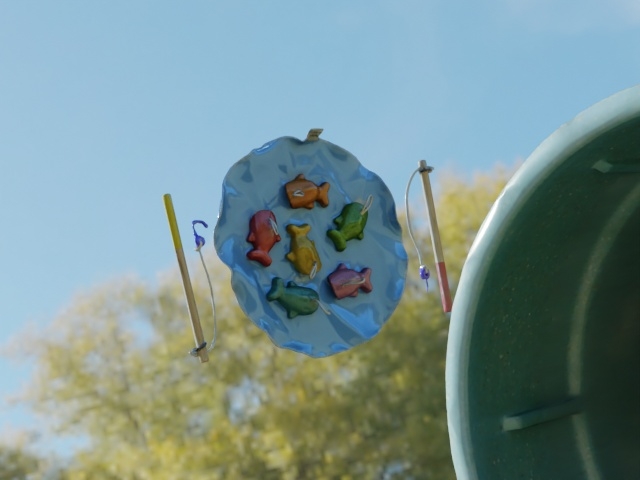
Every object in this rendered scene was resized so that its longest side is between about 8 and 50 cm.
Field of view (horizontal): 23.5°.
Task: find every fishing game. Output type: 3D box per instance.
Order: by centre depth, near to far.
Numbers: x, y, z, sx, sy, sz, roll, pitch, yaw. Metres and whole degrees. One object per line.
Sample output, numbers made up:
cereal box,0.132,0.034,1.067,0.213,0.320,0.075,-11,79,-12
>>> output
fishing game,0.000,0.000,1.254,0.264,0.189,0.041,-5,-9,-32

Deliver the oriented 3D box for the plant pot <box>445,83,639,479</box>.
plant pot,0.302,0.076,0.808,0.334,0.341,0.341,-9,-23,-44
